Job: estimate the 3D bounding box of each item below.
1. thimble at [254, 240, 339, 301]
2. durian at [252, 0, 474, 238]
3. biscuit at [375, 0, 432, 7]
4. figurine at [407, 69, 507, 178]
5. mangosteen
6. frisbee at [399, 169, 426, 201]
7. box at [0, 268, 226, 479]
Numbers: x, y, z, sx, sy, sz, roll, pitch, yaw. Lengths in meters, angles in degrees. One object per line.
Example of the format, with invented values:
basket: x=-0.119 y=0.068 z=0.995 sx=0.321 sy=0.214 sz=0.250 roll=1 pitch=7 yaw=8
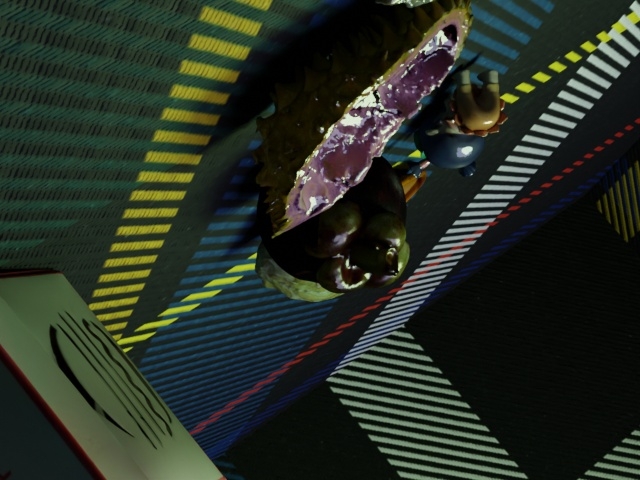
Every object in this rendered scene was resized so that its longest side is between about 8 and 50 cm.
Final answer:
thimble: x=0.000 y=0.000 z=2.026 sx=0.190 sy=0.137 sz=0.143 roll=-18 pitch=159 yaw=-33
durian: x=0.029 y=-0.162 z=1.549 sx=0.341 sy=0.112 sz=0.191 roll=-48 pitch=159 yaw=-3
biscuit: x=0.153 y=-0.303 z=1.473 sx=0.250 sy=0.032 sz=0.133 roll=-19 pitch=136 yaw=-47
figurine: x=0.193 y=-0.161 z=2.114 sx=0.111 sy=0.102 sz=0.195 roll=-1 pitch=161 yaw=-14
mangosteen: x=0.026 y=-0.016 z=1.790 sx=0.194 sy=0.230 sz=0.194 roll=-19 pitch=139 yaw=-17
frisbee: x=0.088 y=-0.056 z=2.358 sx=0.192 sy=0.035 sz=0.192 roll=-37 pitch=170 yaw=-8
box: x=-0.322 y=0.232 z=1.428 sx=0.312 sy=0.314 sz=0.300 roll=-41 pitch=172 yaw=10
